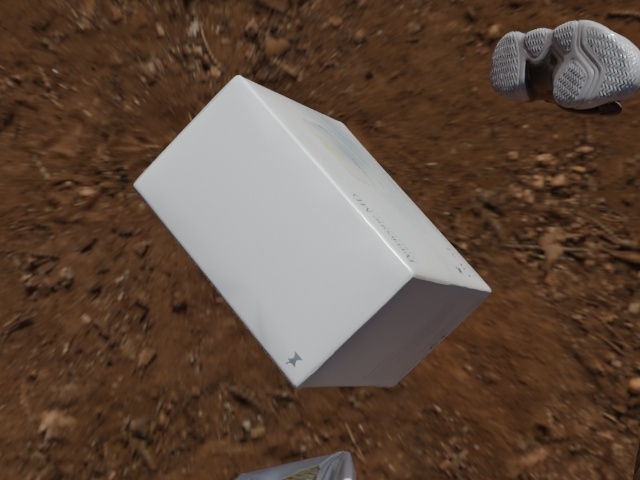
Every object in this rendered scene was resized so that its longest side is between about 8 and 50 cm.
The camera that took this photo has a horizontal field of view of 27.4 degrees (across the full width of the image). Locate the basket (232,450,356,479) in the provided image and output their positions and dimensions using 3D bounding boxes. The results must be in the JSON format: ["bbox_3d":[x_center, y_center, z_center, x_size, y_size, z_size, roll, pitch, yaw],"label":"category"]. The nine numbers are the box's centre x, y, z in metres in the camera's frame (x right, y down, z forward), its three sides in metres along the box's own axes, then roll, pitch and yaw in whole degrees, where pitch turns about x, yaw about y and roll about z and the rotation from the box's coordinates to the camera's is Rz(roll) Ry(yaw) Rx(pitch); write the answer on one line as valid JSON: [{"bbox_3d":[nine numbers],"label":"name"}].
[{"bbox_3d":[-0.018,0.255,1.085,0.113,0.167,0.103,-13,98,5],"label":"basket"}]

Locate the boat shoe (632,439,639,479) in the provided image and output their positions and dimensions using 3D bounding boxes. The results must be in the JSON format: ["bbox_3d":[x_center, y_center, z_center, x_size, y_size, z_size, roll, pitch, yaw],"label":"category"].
[{"bbox_3d":[0.178,0.150,0.485,0.095,0.095,0.257,21,53,-17],"label":"boat shoe"}]

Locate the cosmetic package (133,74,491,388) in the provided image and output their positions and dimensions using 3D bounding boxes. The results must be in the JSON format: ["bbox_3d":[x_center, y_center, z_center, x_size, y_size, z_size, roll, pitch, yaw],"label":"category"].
[{"bbox_3d":[0.000,0.000,1.114,0.138,0.225,0.224,-46,70,14],"label":"cosmetic package"}]

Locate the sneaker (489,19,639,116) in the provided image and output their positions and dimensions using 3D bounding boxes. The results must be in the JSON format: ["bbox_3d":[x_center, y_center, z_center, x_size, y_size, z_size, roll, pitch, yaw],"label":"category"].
[{"bbox_3d":[0.331,-0.202,1.571,0.153,0.268,0.101,6,95,-27],"label":"sneaker"}]
